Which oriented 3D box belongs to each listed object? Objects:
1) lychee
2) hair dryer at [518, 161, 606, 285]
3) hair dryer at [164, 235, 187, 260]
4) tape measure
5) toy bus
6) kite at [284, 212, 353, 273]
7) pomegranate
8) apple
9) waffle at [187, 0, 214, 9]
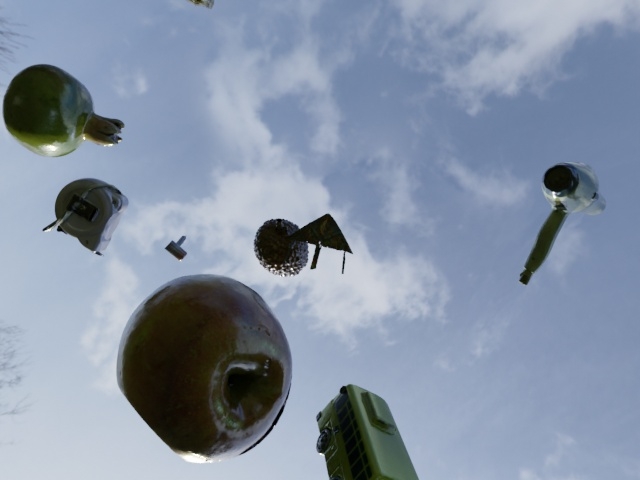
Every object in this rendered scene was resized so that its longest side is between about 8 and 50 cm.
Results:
[{"bbox_3d":[-0.132,0.021,1.587,0.200,0.200,0.238,27,-35,22],"label":"lychee"},{"bbox_3d":[0.602,-0.053,1.151,0.119,0.295,0.299,35,-54,43],"label":"hair dryer"},{"bbox_3d":[-0.443,0.014,1.497,0.063,0.114,0.037,43,-66,-16],"label":"hair dryer"},{"bbox_3d":[-0.650,-0.080,1.316,0.178,0.105,0.196,24,-86,-1],"label":"tape measure"},{"bbox_3d":[0.086,0.408,0.911,0.128,0.262,0.150,32,-77,-19],"label":"toy bus"},{"bbox_3d":[0.000,0.000,1.196,0.182,0.010,0.160,12,-108,15],"label":"kite"},{"bbox_3d":[-0.513,-0.247,0.931,0.210,0.179,0.180,16,-82,14],"label":"pomegranate"},{"bbox_3d":[-0.253,0.264,1.010,0.373,0.374,0.385,5,-75,25],"label":"apple"},{"bbox_3d":[-0.185,-0.406,0.538,0.065,0.309,0.284,14,-43,36],"label":"waffle"}]
